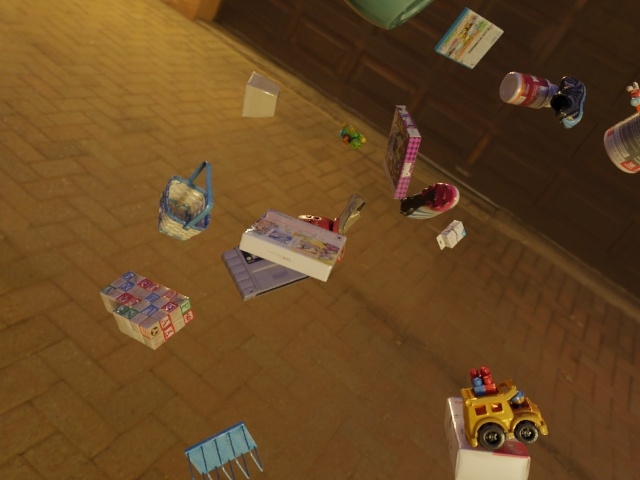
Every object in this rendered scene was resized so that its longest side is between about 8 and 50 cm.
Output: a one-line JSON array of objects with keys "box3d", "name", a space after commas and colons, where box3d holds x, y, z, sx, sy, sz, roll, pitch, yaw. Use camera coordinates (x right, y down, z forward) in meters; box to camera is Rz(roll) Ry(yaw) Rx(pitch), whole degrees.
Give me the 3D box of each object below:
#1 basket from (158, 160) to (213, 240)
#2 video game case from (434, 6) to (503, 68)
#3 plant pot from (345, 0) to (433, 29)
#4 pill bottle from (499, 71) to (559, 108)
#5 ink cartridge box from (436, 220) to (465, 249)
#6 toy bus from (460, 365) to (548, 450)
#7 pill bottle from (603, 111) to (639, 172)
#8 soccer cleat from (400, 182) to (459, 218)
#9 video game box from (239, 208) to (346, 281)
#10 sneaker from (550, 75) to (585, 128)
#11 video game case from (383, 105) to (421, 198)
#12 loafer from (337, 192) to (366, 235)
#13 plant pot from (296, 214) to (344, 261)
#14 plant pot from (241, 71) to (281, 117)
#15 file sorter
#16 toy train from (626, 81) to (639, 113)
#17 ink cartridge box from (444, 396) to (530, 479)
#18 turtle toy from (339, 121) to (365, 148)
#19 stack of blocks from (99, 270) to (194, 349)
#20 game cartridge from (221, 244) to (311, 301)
[{"box3d": [-0.522, -0.148, 2.153, 0.201, 0.289, 0.254, 29, 37, -39], "name": "basket"}, {"box3d": [0.373, -0.503, 1.355, 0.166, 0.119, 0.015, 4, 47, -43], "name": "video game case"}, {"box3d": [0.160, -0.625, 1.206, 0.235, 0.293, 0.293, 55, 24, -4], "name": "plant pot"}, {"box3d": [0.596, -0.424, 1.536, 0.152, 0.086, 0.086, 5, 33, -20], "name": "pill bottle"}, {"box3d": [0.375, -0.013, 1.547, 0.028, 0.083, 0.048, 19, -36, 54], "name": "ink cartridge box"}, {"box3d": [0.509, 0.463, 1.541, 0.221, 0.211, 0.149, -11, 0, 8], "name": "toy bus"}, {"box3d": [0.998, -0.326, 1.570, 0.161, 0.283, 0.161, 10, 66, -23], "name": "pill bottle"}, {"box3d": [0.465, -0.158, 2.194, 0.143, 0.115, 0.331, 8, -10, -30], "name": "soccer cleat"}, {"box3d": [-0.056, 0.005, 1.227, 0.205, 0.048, 0.187, 21, 21, 6], "name": "video game box"}, {"box3d": [0.669, -0.388, 1.467, 0.078, 0.067, 0.188, 32, 54, -18], "name": "sneaker"}, {"box3d": [0.260, -0.287, 1.752, 0.042, 0.232, 0.210, 2, 40, -9], "name": "video game case"}, {"box3d": [0.095, -0.077, 1.653, 0.050, 0.147, 0.056, 20, -13, 18], "name": "loafer"}, {"box3d": [0.000, 0.000, 2.035, 0.174, 0.191, 0.191, 2, 22, 10], "name": "plant pot"}, {"box3d": [-0.179, -0.440, 1.665, 0.096, 0.109, 0.109, 13, 39, -3], "name": "plant pot"}, {"box3d": [-0.256, 0.593, 1.448, 0.170, 0.118, 0.104, -24, 37, -8], "name": "file sorter"}, {"box3d": [0.754, -0.317, 1.241, 0.166, 0.046, 0.125, -40, 103, -49], "name": "toy train"}, {"box3d": [0.510, 0.623, 1.690, 0.208, 0.117, 0.283, 4, 16, 5], "name": "ink cartridge box"}, {"box3d": [0.119, -0.389, 2.043, 0.095, 0.066, 0.130, 36, 5, -40], "name": "turtle toy"}, {"box3d": [-0.581, 0.219, 1.752, 0.297, 0.087, 0.171, 18, 40, 31], "name": "stack of blocks"}, {"box3d": [-0.201, 0.092, 2.214, 0.355, 0.068, 0.230, -18, 68, -29], "name": "game cartridge"}]
